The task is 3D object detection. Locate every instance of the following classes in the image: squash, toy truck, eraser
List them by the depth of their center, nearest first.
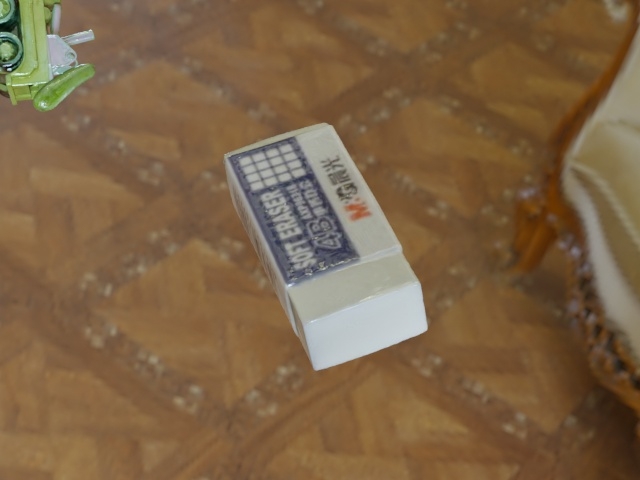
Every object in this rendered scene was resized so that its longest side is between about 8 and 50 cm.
[{"bbox_3d":[0.000,0.000,1.692,0.124,0.081,0.279,-18,43,-8],"label":"eraser"},{"bbox_3d":[-0.285,-0.173,1.873,0.027,0.027,0.089,33,56,19],"label":"squash"},{"bbox_3d":[-0.365,-0.313,2.136,0.135,0.128,0.259,-9,80,-7],"label":"toy truck"}]
